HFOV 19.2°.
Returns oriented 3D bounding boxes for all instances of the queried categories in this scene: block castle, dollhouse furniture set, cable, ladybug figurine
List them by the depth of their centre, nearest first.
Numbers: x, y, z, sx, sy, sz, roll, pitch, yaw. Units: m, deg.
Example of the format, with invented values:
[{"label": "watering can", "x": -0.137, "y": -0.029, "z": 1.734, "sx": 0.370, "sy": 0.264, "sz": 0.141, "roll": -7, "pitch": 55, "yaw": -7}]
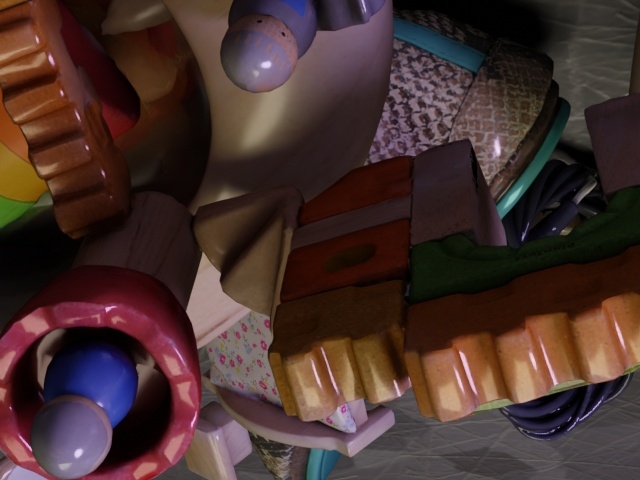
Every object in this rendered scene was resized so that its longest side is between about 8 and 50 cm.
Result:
[{"label": "block castle", "x": 0.051, "y": -0.095, "z": 0.696, "sx": 0.453, "sy": 0.213, "sz": 0.303, "roll": -17, "pitch": 112, "yaw": 10}, {"label": "ladybug figurine", "x": -0.145, "y": -0.080, "z": 0.969, "sx": 0.449, "sy": 0.162, "sz": 0.305, "roll": -28, "pitch": 104, "yaw": 32}, {"label": "dollhouse furniture set", "x": -0.090, "y": 0.091, "z": 1.146, "sx": 0.355, "sy": 0.174, "sz": 0.303, "roll": 19, "pitch": 133, "yaw": 44}, {"label": "cable", "x": 0.157, "y": 0.043, "z": 1.218, "sx": 0.047, "sy": 0.185, "sz": 0.150, "roll": 19, "pitch": -170, "yaw": 42}]

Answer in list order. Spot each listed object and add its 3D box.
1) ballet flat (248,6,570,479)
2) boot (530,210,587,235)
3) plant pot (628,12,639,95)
[{"label": "ballet flat", "x": 0.000, "y": 0.000, "z": 1.230, "sx": 0.182, "sy": 0.164, "sz": 0.483, "roll": 29, "pitch": 146, "yaw": 1}, {"label": "boot", "x": 0.181, "y": 0.050, "z": 1.340, "sx": 0.059, "sy": 0.085, "sz": 0.158, "roll": -9, "pitch": 152, "yaw": 23}, {"label": "plant pot", "x": 0.257, "y": -0.080, "z": 0.924, "sx": 0.256, "sy": 0.256, "sz": 0.274, "roll": -4, "pitch": 137, "yaw": 17}]
